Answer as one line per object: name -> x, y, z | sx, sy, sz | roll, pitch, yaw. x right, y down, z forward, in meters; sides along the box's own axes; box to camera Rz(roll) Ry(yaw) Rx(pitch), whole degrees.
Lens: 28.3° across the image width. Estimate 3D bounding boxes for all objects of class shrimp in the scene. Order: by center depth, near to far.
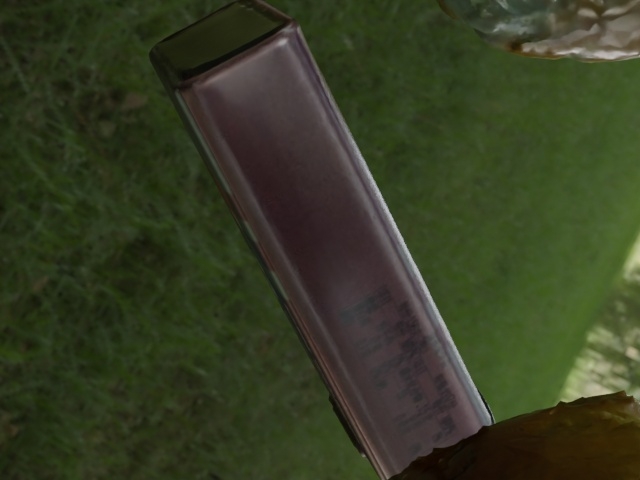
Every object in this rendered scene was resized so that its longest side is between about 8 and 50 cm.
shrimp -> 0.127, -0.145, 0.530 | 0.166, 0.161, 0.049 | 87, 4, -48

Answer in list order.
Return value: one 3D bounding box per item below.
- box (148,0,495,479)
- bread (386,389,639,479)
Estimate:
box -> 0.000, 0.000, 0.603 | 0.069, 0.224, 0.120 | -29, -160, -3
bread -> 0.034, 0.193, 0.235 | 0.185, 0.109, 0.380 | -42, -159, 24
